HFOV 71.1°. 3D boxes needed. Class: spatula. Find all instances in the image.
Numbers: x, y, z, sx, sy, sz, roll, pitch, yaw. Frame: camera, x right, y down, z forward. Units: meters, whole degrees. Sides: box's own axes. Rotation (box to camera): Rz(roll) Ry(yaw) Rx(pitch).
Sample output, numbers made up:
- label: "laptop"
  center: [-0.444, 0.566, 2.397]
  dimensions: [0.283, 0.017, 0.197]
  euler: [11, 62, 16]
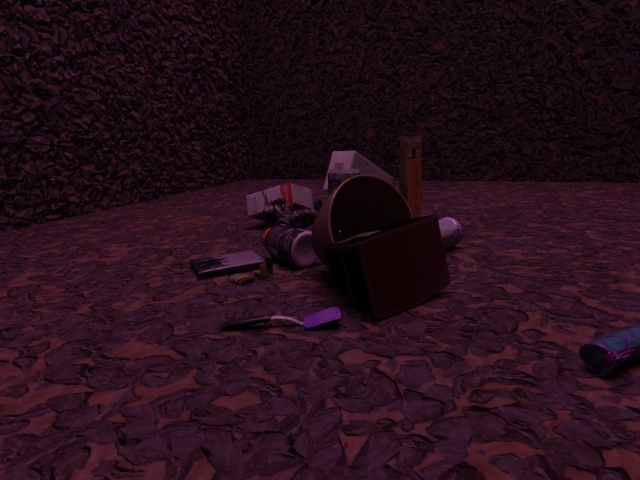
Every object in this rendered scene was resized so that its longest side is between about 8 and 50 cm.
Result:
- label: "spatula"
  center: [-0.099, 0.196, 1.106]
  dimensions: [0.297, 0.030, 0.084]
  euler: [-4, 13, -1]

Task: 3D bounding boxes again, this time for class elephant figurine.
- label: "elephant figurine"
  center: [-0.132, -0.077, 1.967]
  dimensions: [0.239, 0.186, 0.169]
  euler: [35, 69, 26]

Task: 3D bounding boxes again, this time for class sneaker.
- label: "sneaker"
  center: [0.113, -0.172, 2.316]
  dimensions: [0.341, 0.125, 0.140]
  euler: [13, 16, 41]

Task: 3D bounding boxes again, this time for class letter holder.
- label: "letter holder"
  center: [0.191, 0.073, 1.227]
  dimensions: [0.302, 0.214, 0.152]
  euler: [-19, 6, -34]

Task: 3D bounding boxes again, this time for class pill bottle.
- label: "pill bottle"
  center: [-0.117, 0.011, 1.630]
  dimensions: [0.131, 0.130, 0.246]
  euler: [-13, 18, -34]

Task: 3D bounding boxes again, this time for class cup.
- label: "cup"
  center: [0.104, -0.015, 1.423]
  dimensions: [0.331, 0.331, 0.237]
  euler: [-12, -4, -33]

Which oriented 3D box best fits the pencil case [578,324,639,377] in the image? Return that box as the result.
- label: "pencil case"
  center: [0.574, 0.208, 0.856]
  dimensions: [0.152, 0.064, 0.070]
  euler: [-10, 0, -23]

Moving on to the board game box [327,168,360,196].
- label: "board game box"
  center: [0.111, -0.179, 2.034]
  dimensions: [0.142, 0.275, 0.144]
  euler: [-1, 15, 7]

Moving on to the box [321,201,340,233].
- label: "box"
  center: [0.092, -0.081, 1.903]
  dimensions: [0.191, 0.045, 0.184]
  euler: [1, 53, 8]

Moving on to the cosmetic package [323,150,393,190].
- label: "cosmetic package"
  center: [0.205, -0.298, 2.334]
  dimensions: [0.156, 0.217, 0.385]
  euler: [9, -6, 42]

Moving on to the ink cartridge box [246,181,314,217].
- label: "ink cartridge box"
  center: [-0.200, -0.184, 2.209]
  dimensions: [0.273, 0.114, 0.197]
  euler: [-14, -12, 27]

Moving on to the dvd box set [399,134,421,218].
- label: "dvd box set"
  center: [0.384, -0.240, 1.932]
  dimensions: [0.062, 0.420, 0.307]
  euler: [-2, 15, 4]

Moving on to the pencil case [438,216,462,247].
- label: "pencil case"
  center: [0.402, -0.012, 1.650]
  dimensions: [0.273, 0.113, 0.124]
  euler: [-13, 26, -37]

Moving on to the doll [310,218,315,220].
- label: "doll"
  center: [-0.071, -0.128, 2.314]
  dimensions: [0.129, 0.046, 0.189]
  euler: [15, -1, -38]

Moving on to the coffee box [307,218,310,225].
- label: "coffee box"
  center: [-0.150, -0.081, 2.176]
  dimensions: [0.113, 0.040, 0.184]
  euler: [8, 18, 41]

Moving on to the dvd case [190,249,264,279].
- label: "dvd case"
  center: [-0.331, 0.082, 1.601]
  dimensions: [0.239, 0.029, 0.179]
  euler: [-9, 15, -23]

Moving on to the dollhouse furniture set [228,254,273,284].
- label: "dollhouse furniture set"
  center: [-0.224, 0.094, 1.471]
  dimensions: [0.152, 0.058, 0.076]
  euler: [-15, 18, -39]
